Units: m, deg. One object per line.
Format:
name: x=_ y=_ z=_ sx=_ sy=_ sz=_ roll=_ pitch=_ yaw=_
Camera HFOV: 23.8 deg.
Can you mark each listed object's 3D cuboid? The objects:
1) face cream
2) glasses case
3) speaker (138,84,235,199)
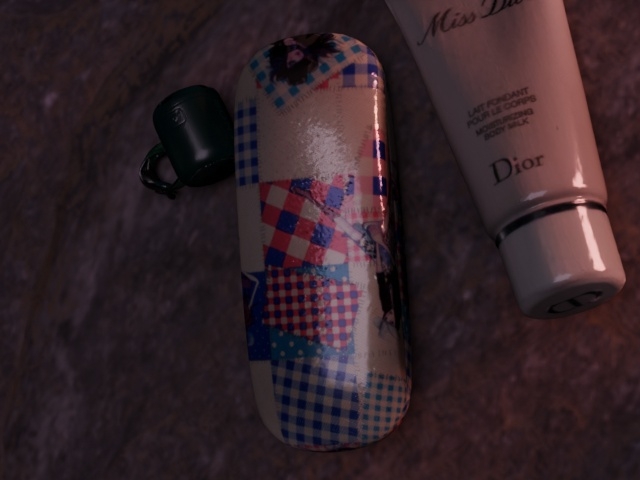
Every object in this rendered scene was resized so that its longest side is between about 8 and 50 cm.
face cream: x=0.146 y=-0.096 z=1.142 sx=0.143 sy=0.089 sz=0.314 roll=-21 pitch=66 yaw=16
glasses case: x=0.000 y=0.000 z=1.179 sx=0.125 sy=0.076 sz=0.327 roll=-7 pitch=81 yaw=21
speaker: x=-0.107 y=-0.077 z=1.246 sx=0.094 sy=0.060 sz=0.075 roll=-41 pitch=68 yaw=49
